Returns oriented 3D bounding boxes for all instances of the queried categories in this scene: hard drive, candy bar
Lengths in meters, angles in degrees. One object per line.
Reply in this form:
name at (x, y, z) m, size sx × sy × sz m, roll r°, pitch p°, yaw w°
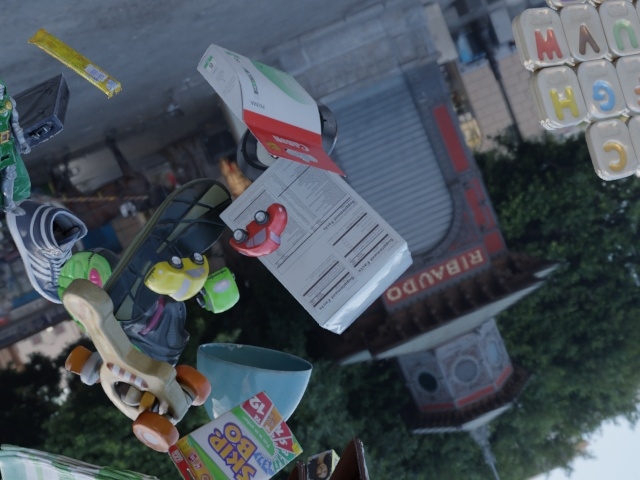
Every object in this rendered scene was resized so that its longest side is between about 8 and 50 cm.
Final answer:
hard drive at (-0.612, -0.223, 1.418) m, size 0.254 × 0.054 × 0.172 m, roll -23°, pitch -137°, yaw 10°
candy bar at (-0.399, -0.290, 1.175) m, size 0.018 × 0.161 × 0.040 m, roll -44°, pitch -166°, yaw 48°

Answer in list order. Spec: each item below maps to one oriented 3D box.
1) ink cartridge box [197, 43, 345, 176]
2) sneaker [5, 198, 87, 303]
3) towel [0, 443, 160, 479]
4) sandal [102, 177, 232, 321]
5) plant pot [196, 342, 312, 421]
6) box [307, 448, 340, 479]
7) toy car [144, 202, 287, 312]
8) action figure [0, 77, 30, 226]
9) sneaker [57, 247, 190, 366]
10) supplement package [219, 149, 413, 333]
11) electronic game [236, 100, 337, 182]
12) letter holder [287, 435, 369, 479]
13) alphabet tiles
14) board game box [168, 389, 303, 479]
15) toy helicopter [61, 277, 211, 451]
ink cartridge box at (-0.062, -0.198, 1.093) m, size 0.181 × 0.225 × 0.056 m, roll 9°, pitch 123°, yaw -50°
sneaker at (-0.582, 0.037, 1.607) m, size 0.153 × 0.282 × 0.099 m, roll 6°, pitch -141°, yaw 26°
towel at (-0.465, 0.512, 1.400) m, size 0.324 × 0.248 × 0.038 m, roll 11°, pitch -145°, yaw 6°
sandal at (-0.281, 0.005, 1.256) m, size 0.303 × 0.120 × 0.086 m, roll -47°, pitch -144°, yaw -6°
plant pot at (-0.178, 0.385, 1.798) m, size 0.290 × 0.196 × 0.290 m, roll 10°, pitch -179°, yaw 0°
box at (0.007, 0.694, 1.978) m, size 0.087 × 0.058 × 0.232 m, roll -24°, pitch -149°, yaw 16°
toy car at (-0.151, 0.058, 1.115) m, size 0.239 × 0.053 × 0.225 m, roll -28°, pitch 159°, yaw -23°
action figure at (-0.474, -0.132, 1.053) m, size 0.063 × 0.232 × 0.137 m, roll 21°, pitch -145°, yaw 14°
sneaker at (-0.416, 0.146, 1.579) m, size 0.202 × 0.185 × 0.483 m, roll -52°, pitch 156°, yaw -25°
supplement package at (0.000, 0.000, 1.274) m, size 0.198 × 0.263 × 0.199 m, roll -44°, pitch 165°, yaw -1°
electronic game at (-0.072, -0.209, 1.518) m, size 0.229 × 0.048 × 0.229 m, roll -13°, pitch -126°, yaw 18°
letter holder at (-0.054, 0.370, 0.779) m, size 0.151 × 0.302 × 0.214 m, roll 11°, pitch -148°, yaw -11°
alphabet tiles at (0.362, -0.217, 0.849) m, size 0.284 × 0.278 × 0.021 m, roll -12°, pitch 175°, yaw -20°
board game box at (-0.126, 0.328, 1.123) m, size 0.039 × 0.124 × 0.259 m, roll -39°, pitch 169°, yaw 25°
toy helicopter at (-0.362, 0.204, 1.266) m, size 0.234 × 0.355 × 0.140 m, roll 6°, pitch -138°, yaw 29°
